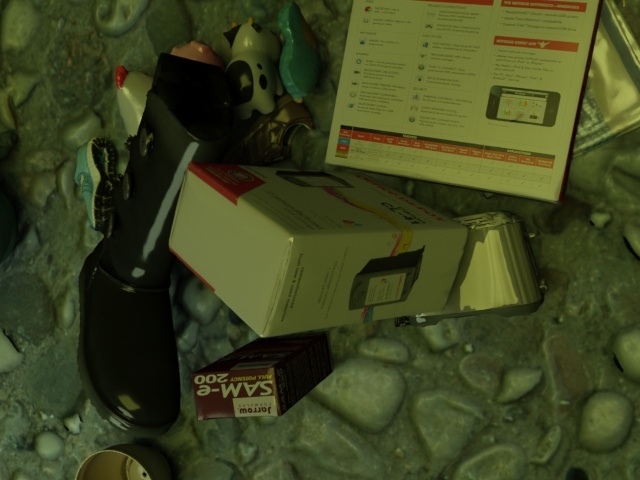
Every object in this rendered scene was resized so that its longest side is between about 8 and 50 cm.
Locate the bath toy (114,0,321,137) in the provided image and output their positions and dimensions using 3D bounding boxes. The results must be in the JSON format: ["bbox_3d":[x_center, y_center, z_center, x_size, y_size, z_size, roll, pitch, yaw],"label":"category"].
[{"bbox_3d":[-0.178,-0.260,1.103,0.348,0.151,0.129,-13,130,22],"label":"bath toy"}]

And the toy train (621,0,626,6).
[{"bbox_3d":[0.415,-0.445,0.919,0.143,0.105,0.248,-22,88,5],"label":"toy train"}]

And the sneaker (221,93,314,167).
[{"bbox_3d":[-0.091,-0.145,1.120,0.071,0.066,0.188,47,107,8],"label":"sneaker"}]

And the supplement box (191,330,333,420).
[{"bbox_3d":[-0.078,0.198,1.056,0.130,0.239,0.073,-8,92,18],"label":"supplement box"}]

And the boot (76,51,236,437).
[{"bbox_3d":[-0.223,0.010,1.010,0.445,0.146,0.367,-55,47,32],"label":"boot"}]

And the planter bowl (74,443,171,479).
[{"bbox_3d":[-0.327,0.425,1.226,0.162,0.109,0.162,2,95,18],"label":"planter bowl"}]

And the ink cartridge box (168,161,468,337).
[{"bbox_3d":[0.000,0.000,0.892,0.226,0.306,0.131,34,117,41],"label":"ink cartridge box"}]

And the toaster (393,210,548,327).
[{"bbox_3d":[0.204,0.040,1.012,0.227,0.129,0.146,-10,88,25],"label":"toaster"}]

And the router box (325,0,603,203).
[{"bbox_3d":[0.196,-0.226,0.984,0.335,0.082,0.301,13,95,22],"label":"router box"}]

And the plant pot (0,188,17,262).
[{"bbox_3d":[-0.677,-0.022,1.251,0.293,0.196,0.293,2,95,17],"label":"plant pot"}]

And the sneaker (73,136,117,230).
[{"bbox_3d":[-0.395,-0.097,1.236,0.073,0.063,0.162,-4,90,36],"label":"sneaker"}]

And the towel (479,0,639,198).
[{"bbox_3d":[0.317,-0.207,1.001,0.285,0.034,0.209,-27,86,18],"label":"towel"}]
